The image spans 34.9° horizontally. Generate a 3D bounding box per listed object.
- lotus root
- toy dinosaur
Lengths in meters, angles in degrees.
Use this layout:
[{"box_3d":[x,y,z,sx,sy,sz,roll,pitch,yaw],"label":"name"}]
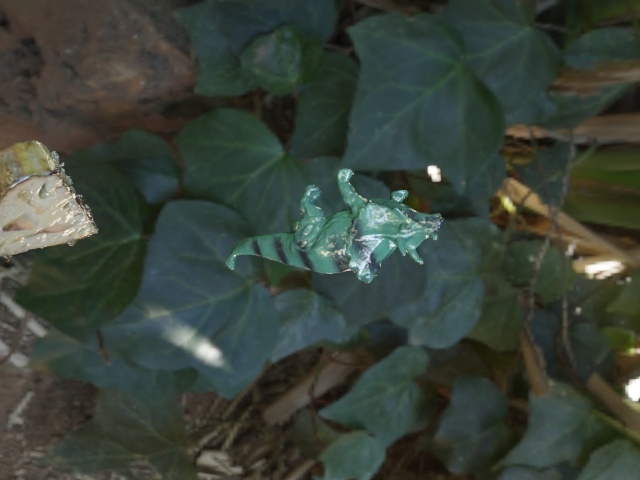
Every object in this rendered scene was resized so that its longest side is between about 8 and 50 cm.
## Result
[{"box_3d":[-0.425,-0.047,1.497,0.170,0.074,0.261,-32,161,-16],"label":"lotus root"},{"box_3d":[0.005,-0.017,1.146,0.079,0.292,0.120,34,68,-49],"label":"toy dinosaur"}]
